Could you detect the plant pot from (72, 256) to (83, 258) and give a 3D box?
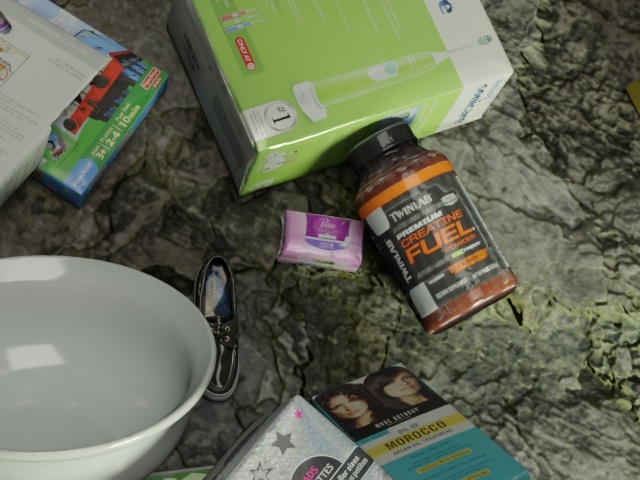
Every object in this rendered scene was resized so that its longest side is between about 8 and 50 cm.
[{"bbox_3d":[-0.240,0.130,1.564,0.236,0.032,0.236,4,68,-10],"label":"plant pot"}]

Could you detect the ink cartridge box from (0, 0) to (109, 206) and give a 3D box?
[{"bbox_3d":[-0.376,-0.158,1.595,0.275,0.060,0.239,31,47,3],"label":"ink cartridge box"}]

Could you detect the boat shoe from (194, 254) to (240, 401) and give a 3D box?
[{"bbox_3d":[-0.101,0.081,1.606,0.049,0.040,0.142,0,69,-12],"label":"boat shoe"}]

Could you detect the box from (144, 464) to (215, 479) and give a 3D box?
[{"bbox_3d":[-0.160,0.364,1.459,0.232,0.058,0.322,-4,77,-15],"label":"box"}]

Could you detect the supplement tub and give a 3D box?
[{"bbox_3d":[0.102,-0.015,1.642,0.106,0.106,0.198,-27,82,-20],"label":"supplement tub"}]

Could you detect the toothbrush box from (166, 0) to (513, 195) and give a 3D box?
[{"bbox_3d":[0.016,-0.194,1.694,0.283,0.122,0.206,-20,75,-17],"label":"toothbrush box"}]

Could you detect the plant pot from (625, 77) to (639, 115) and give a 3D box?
[{"bbox_3d":[0.385,-0.145,1.777,0.081,0.081,0.083,-18,84,-18],"label":"plant pot"}]

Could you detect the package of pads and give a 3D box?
[{"bbox_3d":[0.000,0.000,1.664,0.083,0.032,0.050,8,68,-9],"label":"package of pads"}]

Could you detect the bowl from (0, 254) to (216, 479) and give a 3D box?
[{"bbox_3d":[-0.238,0.142,1.439,0.298,0.134,0.298,3,30,-2],"label":"bowl"}]

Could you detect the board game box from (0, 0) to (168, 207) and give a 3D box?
[{"bbox_3d":[-0.281,-0.154,1.662,0.211,0.039,0.160,31,67,3],"label":"board game box"}]

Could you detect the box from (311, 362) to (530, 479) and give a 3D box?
[{"bbox_3d":[0.088,0.195,1.504,0.101,0.244,0.060,-20,116,-18],"label":"box"}]

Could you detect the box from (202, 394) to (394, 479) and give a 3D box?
[{"bbox_3d":[-0.064,0.269,1.392,0.142,0.163,0.247,41,68,-3],"label":"box"}]
